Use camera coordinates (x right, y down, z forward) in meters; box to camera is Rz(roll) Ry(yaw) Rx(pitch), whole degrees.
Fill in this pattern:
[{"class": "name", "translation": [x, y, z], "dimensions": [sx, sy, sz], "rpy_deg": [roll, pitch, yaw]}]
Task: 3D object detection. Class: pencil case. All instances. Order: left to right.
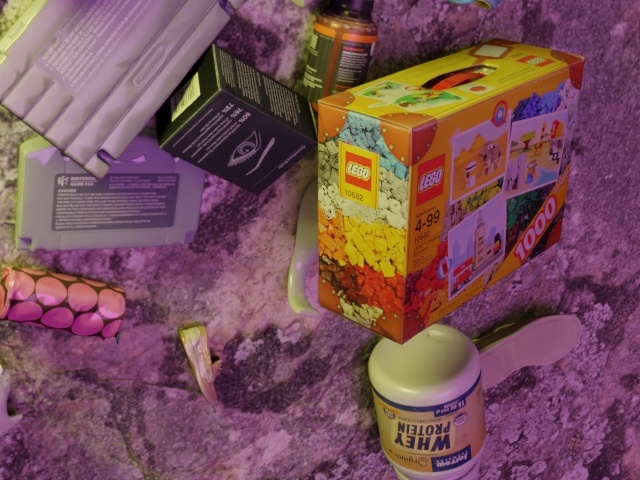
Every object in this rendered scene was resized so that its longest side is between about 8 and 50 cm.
[{"class": "pencil case", "translation": [-0.421, 0.106, 1.468], "dimensions": [0.209, 0.095, 0.098], "rpy_deg": [18, 122, -34]}]

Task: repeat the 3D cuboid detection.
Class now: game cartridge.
[{"class": "game cartridge", "translation": [-0.328, -0.082, 1.438], "dimensions": [0.294, 0.060, 0.196], "rpy_deg": [-2, 121, -30]}, {"class": "game cartridge", "translation": [-0.297, -0.293, 1.303], "dimensions": [0.230, 0.068, 0.355], "rpy_deg": [41, 83, -31]}]

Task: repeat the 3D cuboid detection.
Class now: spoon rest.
[{"class": "spoon rest", "translation": [0.000, 0.000, 1.676], "dimensions": [0.137, 0.084, 0.276], "rpy_deg": [17, 93, -38]}]

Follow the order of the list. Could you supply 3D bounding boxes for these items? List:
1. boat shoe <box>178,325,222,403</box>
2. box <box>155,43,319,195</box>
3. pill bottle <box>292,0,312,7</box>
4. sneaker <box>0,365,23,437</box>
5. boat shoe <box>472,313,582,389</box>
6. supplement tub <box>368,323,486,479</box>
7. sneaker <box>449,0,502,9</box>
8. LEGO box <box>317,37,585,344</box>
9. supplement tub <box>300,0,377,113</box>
[{"class": "boat shoe", "translation": [-0.210, 0.229, 1.677], "dimensions": [0.059, 0.063, 0.170], "rpy_deg": [-22, 125, -11]}, {"class": "box", "translation": [-0.131, -0.184, 1.426], "dimensions": [0.207, 0.108, 0.153], "rpy_deg": [26, 129, -39]}, {"class": "pill bottle", "translation": [0.033, -0.455, 1.397], "dimensions": [0.215, 0.117, 0.117], "rpy_deg": [-38, 129, -7]}, {"class": "sneaker", "translation": [-0.572, 0.214, 1.446], "dimensions": [0.129, 0.111, 0.297], "rpy_deg": [-33, 134, -31]}, {"class": "boat shoe", "translation": [0.442, 0.239, 2.051], "dimensions": [0.324, 0.097, 0.116], "rpy_deg": [-21, 107, -21]}, {"class": "supplement tub", "translation": [0.230, 0.356, 1.906], "dimensions": [0.228, 0.228, 0.316], "rpy_deg": [-24, 126, -18]}, {"class": "sneaker", "translation": [0.254, -0.513, 1.492], "dimensions": [0.208, 0.127, 0.319], "rpy_deg": [-45, 129, -2]}, {"class": "LEGO box", "translation": [0.227, -0.105, 1.559], "dimensions": [0.500, 0.193, 0.372], "rpy_deg": [-27, 127, -41]}, {"class": "supplement tub", "translation": [0.033, -0.307, 1.489], "dimensions": [0.106, 0.106, 0.197], "rpy_deg": [-1, 117, -30]}]
